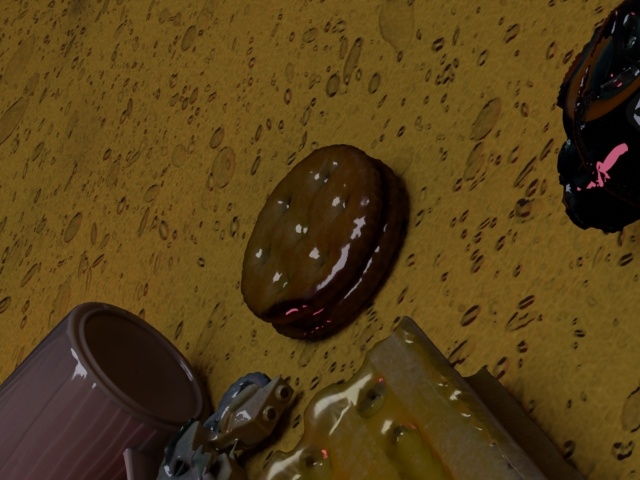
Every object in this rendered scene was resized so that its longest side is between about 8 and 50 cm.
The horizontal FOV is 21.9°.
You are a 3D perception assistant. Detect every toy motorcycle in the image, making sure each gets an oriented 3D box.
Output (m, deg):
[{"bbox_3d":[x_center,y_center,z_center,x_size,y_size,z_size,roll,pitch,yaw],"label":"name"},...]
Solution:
[{"bbox_3d":[-0.095,0.232,1.682,0.129,0.094,0.229,-5,46,52],"label":"toy motorcycle"}]

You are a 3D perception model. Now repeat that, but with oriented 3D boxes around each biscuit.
[{"bbox_3d":[0.000,0.000,1.766,0.220,0.066,0.220,-38,36,34],"label":"biscuit"}]

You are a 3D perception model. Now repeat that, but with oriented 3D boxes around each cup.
[{"bbox_3d":[-0.280,0.241,1.816,0.273,0.208,0.288,-47,13,19],"label":"cup"}]

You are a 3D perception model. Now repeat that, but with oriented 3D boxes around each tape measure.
[{"bbox_3d":[0.290,-0.130,1.364,0.202,0.135,0.223,-34,31,52],"label":"tape measure"}]

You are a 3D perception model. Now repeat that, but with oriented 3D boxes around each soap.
[{"bbox_3d":[0.074,0.260,1.317,0.293,0.156,0.335,-52,29,6],"label":"soap"}]
